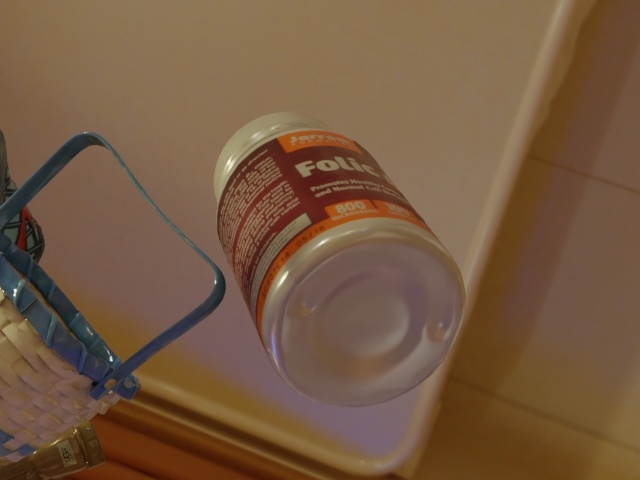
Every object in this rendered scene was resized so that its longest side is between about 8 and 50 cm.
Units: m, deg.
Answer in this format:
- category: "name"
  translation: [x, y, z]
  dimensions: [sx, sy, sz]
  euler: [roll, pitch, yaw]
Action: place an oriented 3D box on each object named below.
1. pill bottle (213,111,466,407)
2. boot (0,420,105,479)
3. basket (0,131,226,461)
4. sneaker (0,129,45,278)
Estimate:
- category: "pill bottle"
  translation: [0.000, 0.000, 1.228]
  dimensions: [0.392, 0.224, 0.224]
  euler: [-121, 42, -58]
- category: "boot"
  translation: [-0.430, 0.302, 1.352]
  dimensions: [0.089, 0.270, 0.236]
  euler: [69, 161, 7]
- category: "basket"
  translation: [-0.270, 0.053, 1.036]
  dimensions: [0.289, 0.255, 0.201]
  euler: [-42, -27, -1]
- category: "sneaker"
  translation: [-0.380, -0.011, 1.190]
  dimensions: [0.125, 0.104, 0.261]
  euler: [-15, -69, -60]
